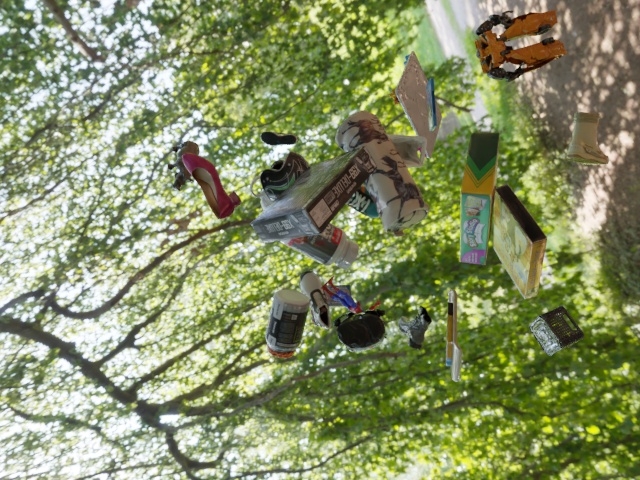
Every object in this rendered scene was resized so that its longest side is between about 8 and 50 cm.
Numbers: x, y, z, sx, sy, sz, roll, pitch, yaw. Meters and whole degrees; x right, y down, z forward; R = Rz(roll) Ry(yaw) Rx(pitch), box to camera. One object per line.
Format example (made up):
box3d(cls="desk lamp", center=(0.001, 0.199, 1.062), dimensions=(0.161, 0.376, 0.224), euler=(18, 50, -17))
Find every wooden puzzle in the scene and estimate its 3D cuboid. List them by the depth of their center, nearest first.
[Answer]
box3d(cls="wooden puzzle", center=(0.446, 0.322, 1.405), dimensions=(0.239, 0.044, 0.221), euler=(-78, -18, -44))

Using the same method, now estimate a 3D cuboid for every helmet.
box3d(cls="helmet", center=(-0.106, -0.212, 1.398), dimensions=(0.169, 0.161, 0.170), euler=(-12, -90, -71))

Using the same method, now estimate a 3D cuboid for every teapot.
box3d(cls="teapot", center=(-0.208, -0.183, 1.996), dimensions=(0.256, 0.187, 0.252), euler=(52, 173, 7))

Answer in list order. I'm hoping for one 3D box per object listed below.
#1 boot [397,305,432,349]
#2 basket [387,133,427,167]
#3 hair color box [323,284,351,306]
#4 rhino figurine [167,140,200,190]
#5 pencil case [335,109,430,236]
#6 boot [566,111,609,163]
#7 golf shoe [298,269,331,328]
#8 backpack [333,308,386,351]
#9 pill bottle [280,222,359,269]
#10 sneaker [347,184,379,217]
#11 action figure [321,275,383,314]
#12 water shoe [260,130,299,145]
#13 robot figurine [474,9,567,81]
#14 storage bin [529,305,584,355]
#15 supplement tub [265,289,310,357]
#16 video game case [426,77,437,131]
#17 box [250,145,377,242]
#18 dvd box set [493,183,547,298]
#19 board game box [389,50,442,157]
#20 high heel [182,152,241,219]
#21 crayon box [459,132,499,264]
box3d(cls="boot", center=(0.429, 0.360, 1.839), dimensions=(0.083, 0.161, 0.246), euler=(17, -166, -9))
box3d(cls="basket", center=(0.292, -0.334, 1.529), dimensions=(0.103, 0.167, 0.114), euler=(-142, 52, -60))
box3d(cls="hair color box", center=(0.043, 0.289, 2.099), dimensions=(0.347, 0.173, 0.105), euler=(118, 150, -78))
box3d(cls="rhino figurine", center=(-0.488, -0.267, 1.478), dimensions=(0.073, 0.106, 0.244), euler=(48, -152, -46))
box3d(cls="pencil case", center=(0.201, -0.217, 1.368), dimensions=(0.411, 0.159, 0.184), euler=(64, 162, 14))
box3d(cls="boot", center=(1.148, -0.430, 1.751), dimensions=(0.261, 0.095, 0.204), euler=(3, -85, -29))
box3d(cls="golf shoe", center=(-0.008, 0.258, 1.806), dimensions=(0.120, 0.105, 0.273), euler=(19, 130, 66))
box3d(cls="backpack", center=(0.125, 0.265, 1.223), dimensions=(0.182, 0.151, 0.115), euler=(35, -136, -78))
box3d(cls="pill bottle", center=(0.000, 0.000, 1.772), dimensions=(0.318, 0.176, 0.176), euler=(28, -146, -16))
box3d(cls="sneaker", center=(0.096, -0.168, 1.480), dimensions=(0.302, 0.108, 0.121), euler=(34, -152, 4))
box3d(cls="action figure", center=(0.149, 0.253, 1.762), dimensions=(0.280, 0.091, 0.139), euler=(46, -133, 4))
box3d(cls="water shoe", center=(-0.210, -0.526, 2.146), dimensions=(0.080, 0.202, 0.073), euler=(-42, -39, -69))
box3d(cls="robot figurine", center=(0.615, -0.609, 1.294), dimensions=(0.085, 0.290, 0.211), euler=(-178, 71, -83))
box3d(cls="storage bin", center=(0.820, 0.318, 1.445), dimensions=(0.180, 0.084, 0.122), euler=(67, 178, -63))
box3d(cls="supplement tub", center=(-0.106, 0.258, 1.283), dimensions=(0.117, 0.116, 0.191), euler=(-25, -50, -69))
box3d(cls="video game case", center=(0.407, -0.494, 1.513), dimensions=(0.119, 0.015, 0.167), euler=(-36, -59, -79))
box3d(cls="box", center=(-0.018, -0.126, 1.142), dimensions=(0.077, 0.242, 0.307), euler=(55, -128, -21))
box3d(cls="dvd box set", center=(0.814, 0.013, 1.715), dimensions=(0.421, 0.062, 0.308), euler=(63, -169, -49))
box3d(cls="board game box", center=(0.476, -0.660, 2.020), dimensions=(0.390, 0.050, 0.390), euler=(52, -135, -32))
box3d(cls="high heel", center=(-0.365, -0.171, 1.299), dimensions=(0.244, 0.082, 0.117), euler=(49, -144, -9))
box3d(cls="crayon box", center=(0.576, -0.146, 1.497), dimensions=(0.363, 0.105, 0.313), euler=(69, -146, -47))
